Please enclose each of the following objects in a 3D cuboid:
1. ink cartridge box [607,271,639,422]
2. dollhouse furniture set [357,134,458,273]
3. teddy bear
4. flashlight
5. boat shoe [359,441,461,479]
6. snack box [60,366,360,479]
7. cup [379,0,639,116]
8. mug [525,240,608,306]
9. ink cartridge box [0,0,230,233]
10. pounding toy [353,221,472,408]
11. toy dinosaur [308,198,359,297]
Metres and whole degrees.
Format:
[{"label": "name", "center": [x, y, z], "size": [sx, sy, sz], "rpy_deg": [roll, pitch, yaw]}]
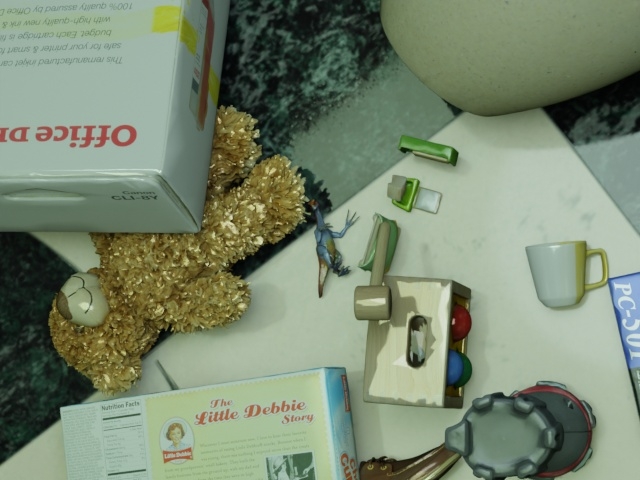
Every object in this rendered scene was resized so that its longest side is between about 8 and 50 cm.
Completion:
[{"label": "ink cartridge box", "center": [0.357, 0.129, 1.601], "size": [0.097, 0.046, 0.207], "rpy_deg": [-14, 81, 11]}, {"label": "dollhouse furniture set", "center": [0.094, -0.029, 1.668], "size": [0.058, 0.076, 0.152], "rpy_deg": [16, 88, 16]}, {"label": "teddy bear", "center": [-0.167, 0.006, 1.713], "size": [0.338, 0.113, 0.245], "rpy_deg": [-28, 76, 10]}, {"label": "flashlight", "center": [0.200, 0.182, 1.502], "size": [0.103, 0.304, 0.103], "rpy_deg": [42, 94, 13]}, {"label": "boat shoe", "center": [0.061, 0.252, 1.654], "size": [0.178, 0.064, 0.060], "rpy_deg": [-33, 80, 11]}, {"label": "snack box", "center": [-0.116, 0.245, 1.673], "size": [0.322, 0.060, 0.187], "rpy_deg": [-10, 82, 24]}, {"label": "cup", "center": [0.194, -0.260, 1.571], "size": [0.237, 0.331, 0.331], "rpy_deg": [-45, 75, 32]}, {"label": "mug", "center": [0.250, 0.034, 1.632], "size": [0.078, 0.062, 0.064], "rpy_deg": [-6, 91, 20]}, {"label": "ink cartridge box", "center": [-0.253, -0.207, 1.683], "size": [0.279, 0.160, 0.385], "rpy_deg": [0, 68, 14]}, {"label": "pounding toy", "center": [0.098, 0.074, 1.589], "size": [0.094, 0.206, 0.181], "rpy_deg": [3, 85, 14]}, {"label": "toy dinosaur", "center": [0.000, 0.000, 1.709], "size": [0.090, 0.047, 0.082], "rpy_deg": [-45, 57, 17]}]
